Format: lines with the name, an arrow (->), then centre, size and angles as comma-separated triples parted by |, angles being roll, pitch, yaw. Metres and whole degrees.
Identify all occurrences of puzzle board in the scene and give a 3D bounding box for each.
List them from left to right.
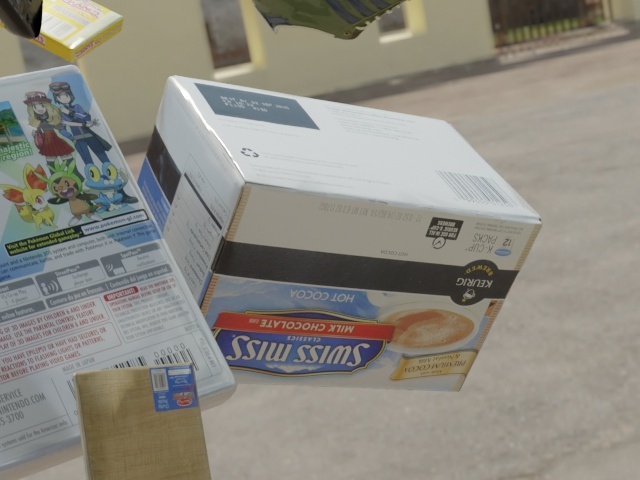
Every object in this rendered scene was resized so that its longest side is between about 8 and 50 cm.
puzzle board -> -0.111, 0.128, 0.802 | 0.011, 0.096, 0.128 | -14, -8, 25

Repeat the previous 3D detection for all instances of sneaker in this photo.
sneaker -> 0.031, -0.207, 1.040 | 0.192, 0.086, 0.064 | 2, 45, 18

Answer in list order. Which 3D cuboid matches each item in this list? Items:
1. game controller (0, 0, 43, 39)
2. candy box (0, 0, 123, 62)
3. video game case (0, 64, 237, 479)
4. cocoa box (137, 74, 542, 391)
game controller -> -0.360, -0.346, 1.355 | 0.067, 0.166, 0.319 | -14, -20, 3
candy box -> -0.362, -0.293, 1.587 | 0.206, 0.027, 0.105 | 28, 41, 15
video game case -> -0.261, 0.029, 0.890 | 0.329, 0.300, 0.036 | -17, -20, -34
cocoa box -> 0.000, 0.000, 1.310 | 0.347, 0.227, 0.231 | 6, 29, -30
